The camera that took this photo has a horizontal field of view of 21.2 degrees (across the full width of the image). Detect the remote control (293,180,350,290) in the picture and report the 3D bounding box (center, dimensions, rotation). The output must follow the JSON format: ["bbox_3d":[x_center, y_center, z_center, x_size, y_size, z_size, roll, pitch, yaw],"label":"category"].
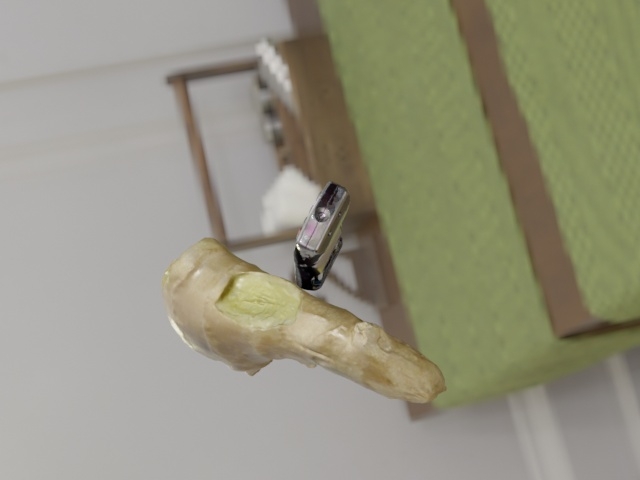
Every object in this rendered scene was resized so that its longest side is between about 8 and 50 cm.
[{"bbox_3d":[0.000,0.000,1.297,0.059,0.028,0.212,-59,-4,-8],"label":"remote control"}]

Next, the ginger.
[{"bbox_3d":[-0.026,0.081,1.455,0.294,0.086,0.131,20,135,32],"label":"ginger"}]
